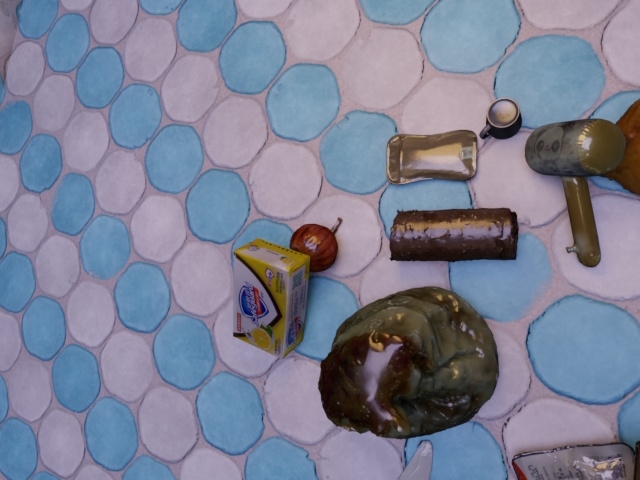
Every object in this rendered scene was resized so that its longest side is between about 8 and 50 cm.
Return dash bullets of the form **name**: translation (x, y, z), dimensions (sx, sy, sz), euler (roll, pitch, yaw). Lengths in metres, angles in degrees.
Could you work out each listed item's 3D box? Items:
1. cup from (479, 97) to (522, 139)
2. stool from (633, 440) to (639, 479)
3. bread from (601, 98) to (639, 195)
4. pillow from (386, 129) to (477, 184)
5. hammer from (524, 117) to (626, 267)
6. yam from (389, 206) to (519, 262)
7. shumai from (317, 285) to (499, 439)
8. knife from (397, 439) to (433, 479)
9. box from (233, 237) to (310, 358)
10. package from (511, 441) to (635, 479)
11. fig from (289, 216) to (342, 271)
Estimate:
- **cup**: translation (0.400, -0.266, 1.033), dimensions (0.100, 0.077, 0.078), euler (-40, 72, 16)
- **stool**: translation (0.568, 0.520, 0.701), dimensions (0.310, 0.310, 0.226), euler (25, 118, 51)
- **bread**: translation (0.694, -0.229, 0.851), dimensions (0.340, 0.179, 0.194), euler (-42, 73, 15)
- **pillow**: translation (0.264, -0.202, 1.109), dimensions (0.217, 0.033, 0.130), euler (-2, 83, 23)
- **hammer**: translation (0.524, -0.090, 0.941), dimensions (0.113, 0.202, 0.306), euler (-15, 101, -5)
- **yam**: translation (0.294, -0.014, 1.036), dimensions (0.279, 0.131, 0.131), euler (-1, 86, 22)
- **shumai**: translation (0.160, 0.273, 0.964), dimensions (0.397, 0.323, 0.324), euler (-25, 75, 20)
- **knife**: translation (0.178, 0.620, 1.083), dimensions (0.081, 0.043, 0.336), euler (36, 98, 15)
- **box**: translation (-0.127, 0.145, 1.161), dimensions (0.168, 0.097, 0.265), euler (20, 119, 22)
- **package**: translation (0.530, 0.496, 0.941), dimensions (0.231, 0.040, 0.166), euler (-22, 88, 24)
- **fig**: translation (-0.016, 0.004, 1.173), dimensions (0.128, 0.128, 0.151), euler (-6, 57, 22)
